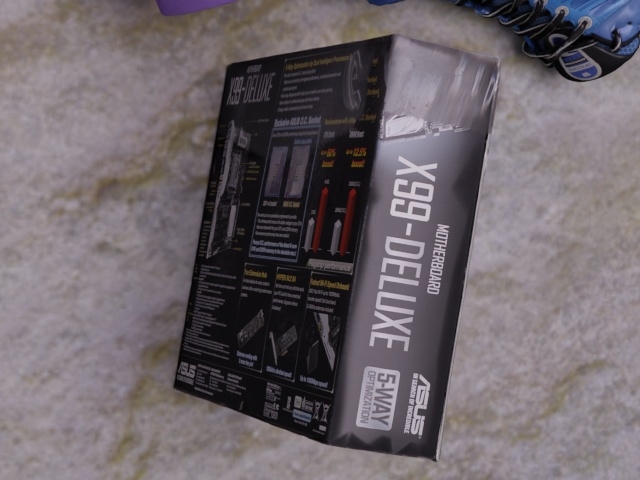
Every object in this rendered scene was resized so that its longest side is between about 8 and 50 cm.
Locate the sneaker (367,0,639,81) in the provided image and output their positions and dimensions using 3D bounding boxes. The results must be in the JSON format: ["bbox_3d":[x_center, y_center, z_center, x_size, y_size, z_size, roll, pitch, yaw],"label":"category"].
[{"bbox_3d":[0.179,-0.192,1.383,0.330,0.130,0.147,-6,93,-27],"label":"sneaker"}]

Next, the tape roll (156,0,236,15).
[{"bbox_3d":[0.009,-0.235,1.209,0.275,0.275,0.090,-26,103,-24],"label":"tape roll"}]

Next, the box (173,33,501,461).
[{"bbox_3d":[0.000,0.000,1.201,0.076,0.307,0.242,10,87,-21],"label":"box"}]
